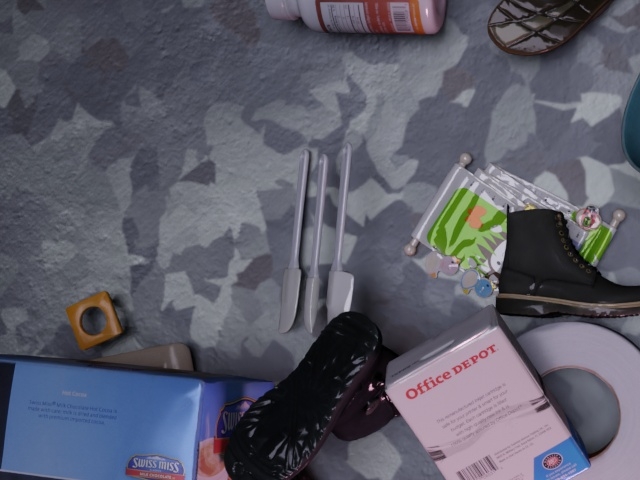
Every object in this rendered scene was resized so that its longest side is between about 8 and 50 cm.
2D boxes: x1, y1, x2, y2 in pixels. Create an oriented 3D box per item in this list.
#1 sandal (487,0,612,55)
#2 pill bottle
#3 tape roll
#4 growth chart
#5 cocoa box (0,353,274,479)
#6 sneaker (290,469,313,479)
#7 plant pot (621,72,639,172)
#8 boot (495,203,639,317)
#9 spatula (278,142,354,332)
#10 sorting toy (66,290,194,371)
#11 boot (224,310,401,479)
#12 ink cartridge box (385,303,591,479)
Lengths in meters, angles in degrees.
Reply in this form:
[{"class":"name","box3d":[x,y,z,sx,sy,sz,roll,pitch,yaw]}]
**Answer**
[{"class":"sandal","box3d":[0.303,-0.299,1.559,0.219,0.060,0.090,-40,83,-4]},{"class":"pill bottle","box3d":[0.045,-0.321,1.596,0.216,0.121,0.121,4,88,16]},{"class":"tape roll","box3d":[0.302,0.205,1.520,0.219,0.072,0.219,-1,88,16]},{"class":"growth chart","box3d":[0.235,-0.002,1.578,0.237,0.021,0.172,24,95,16]},{"class":"cocoa box","box3d":[-0.260,0.261,1.531,0.347,0.231,0.228,3,85,19]},{"class":"sneaker","box3d":[-0.055,0.433,1.594,0.162,0.106,0.281,-19,83,17]},{"class":"plant pot","box3d":[0.507,-0.141,1.400,0.195,0.290,0.290,33,97,-20]},{"class":"boot","box3d":[0.307,0.023,1.508,0.198,0.077,0.137,1,83,16]},{"class":"spatula","box3d":[0.000,0.000,1.594,0.019,0.168,0.242,9,85,-26]},{"class":"sorting toy","box3d":[-0.250,0.238,1.689,0.196,0.047,0.347,-12,84,11]},{"class":"boot","box3d":[0.008,0.212,1.514,0.094,0.207,0.246,34,80,25]},{"class":"ink cartridge box","box3d":[0.187,0.196,1.437,0.148,0.086,0.203,-31,101,12]}]
